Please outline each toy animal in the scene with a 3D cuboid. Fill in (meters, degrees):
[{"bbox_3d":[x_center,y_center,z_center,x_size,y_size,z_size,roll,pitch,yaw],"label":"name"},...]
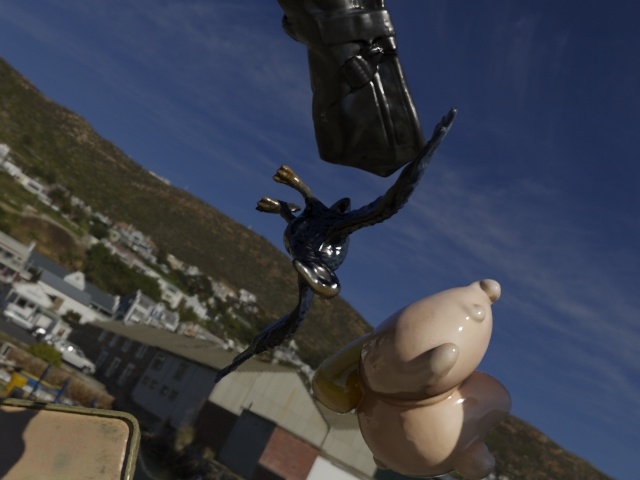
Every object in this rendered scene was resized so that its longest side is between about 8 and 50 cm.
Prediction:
[{"bbox_3d":[0.179,0.213,0.897,0.246,0.278,0.345,62,-37,13],"label":"toy animal"},{"bbox_3d":[0.000,0.000,0.372,0.062,0.220,0.108,28,21,-29],"label":"toy animal"}]

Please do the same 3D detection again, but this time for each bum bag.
[{"bbox_3d":[0.030,-0.219,0.730,0.137,0.074,0.309,-11,-76,21],"label":"bum bag"}]

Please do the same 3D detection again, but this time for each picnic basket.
[{"bbox_3d":[-0.285,0.302,0.620,0.165,0.266,0.139,10,-36,-13],"label":"picnic basket"}]
